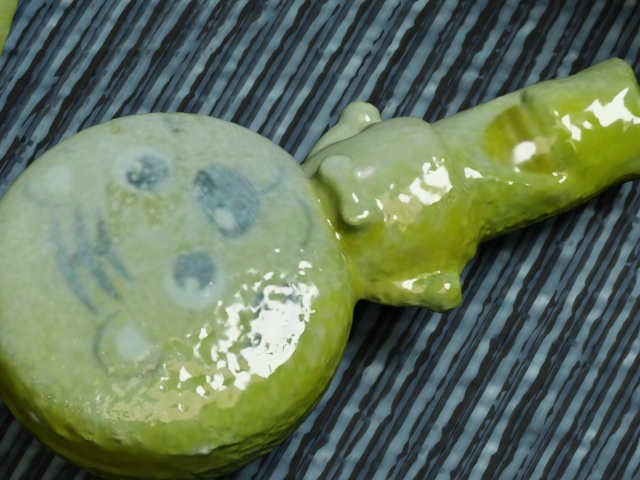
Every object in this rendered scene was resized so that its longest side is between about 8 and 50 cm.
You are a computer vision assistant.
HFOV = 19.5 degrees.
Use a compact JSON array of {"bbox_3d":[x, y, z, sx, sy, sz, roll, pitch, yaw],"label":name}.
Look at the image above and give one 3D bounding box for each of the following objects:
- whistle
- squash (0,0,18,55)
[{"bbox_3d":[0.000,0.000,0.520,0.198,0.057,0.104,-21,65,-11],"label":"whistle"},{"bbox_3d":[-0.149,-0.081,0.444,0.189,0.189,0.261,2,83,1],"label":"squash"}]
